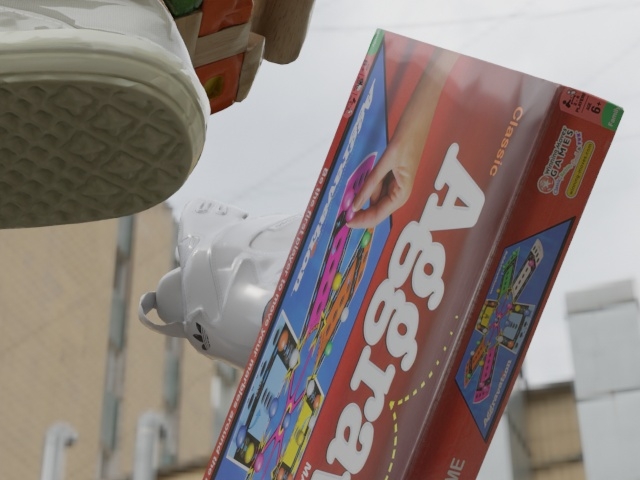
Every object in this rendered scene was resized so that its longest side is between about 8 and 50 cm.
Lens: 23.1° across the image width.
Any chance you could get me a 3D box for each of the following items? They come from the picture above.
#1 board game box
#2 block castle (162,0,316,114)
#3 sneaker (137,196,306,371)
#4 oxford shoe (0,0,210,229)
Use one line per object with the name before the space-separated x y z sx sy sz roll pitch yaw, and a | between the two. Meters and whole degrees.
board game box | 0.004 0.072 0.522 0.027 0.145 0.281 18 -83 -24
block castle | -0.218 -0.233 1.136 0.453 0.303 0.213 -24 -35 -37
sneaker | 0.000 0.000 1.428 0.210 0.366 0.137 15 -50 28
oxford shoe | -0.281 -0.084 0.847 0.449 0.130 0.169 -2 -39 3
